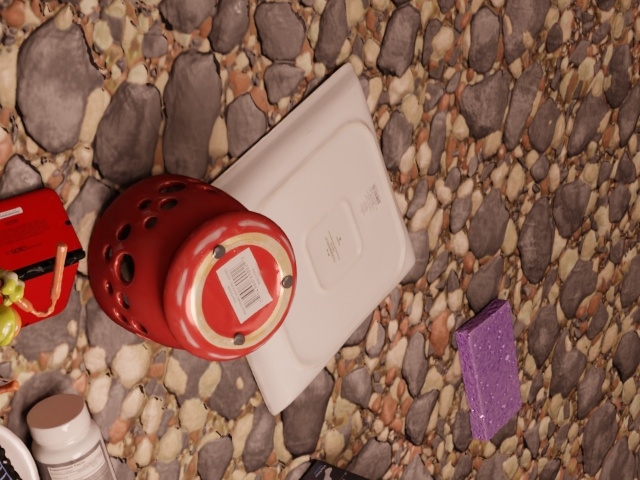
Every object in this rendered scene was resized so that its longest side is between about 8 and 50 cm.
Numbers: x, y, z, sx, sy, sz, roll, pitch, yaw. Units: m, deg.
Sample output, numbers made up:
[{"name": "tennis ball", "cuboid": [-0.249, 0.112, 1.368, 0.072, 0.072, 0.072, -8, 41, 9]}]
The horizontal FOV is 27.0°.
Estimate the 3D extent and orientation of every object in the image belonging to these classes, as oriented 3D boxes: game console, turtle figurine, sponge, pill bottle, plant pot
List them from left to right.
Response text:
[{"name": "turtle figurine", "cuboid": [-0.365, 0.073, 1.260, 0.217, 0.087, 0.269, 0, 145, -40]}, {"name": "game console", "cuboid": [-0.328, 0.027, 1.392, 0.144, 0.085, 0.124, -22, 85, -46]}, {"name": "pill bottle", "cuboid": [-0.272, 0.242, 1.466, 0.078, 0.078, 0.137, -37, 126, -39]}, {"name": "plant pot", "cuboid": [-0.137, 0.035, 1.477, 0.191, 0.174, 0.191, -13, 113, -34]}, {"name": "sponge", "cuboid": [0.274, 0.209, 2.152, 0.117, 0.031, 0.210, -36, 125, -39]}]

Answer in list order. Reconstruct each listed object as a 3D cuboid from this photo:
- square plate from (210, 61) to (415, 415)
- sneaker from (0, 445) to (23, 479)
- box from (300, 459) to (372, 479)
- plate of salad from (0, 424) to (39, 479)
[{"name": "square plate", "cuboid": [0.000, 0.000, 1.752, 0.344, 0.049, 0.347, -45, 131, -33]}, {"name": "sneaker", "cuboid": [-0.331, 0.238, 1.323, 0.232, 0.081, 0.090, 36, 78, -37]}, {"name": "box", "cuboid": [0.039, 0.457, 1.849, 0.163, 0.142, 0.247, -48, 132, -32]}, {"name": "plate of salad", "cuboid": [-0.380, 0.278, 1.371, 0.199, 0.048, 0.200, -4, 96, -41]}]
